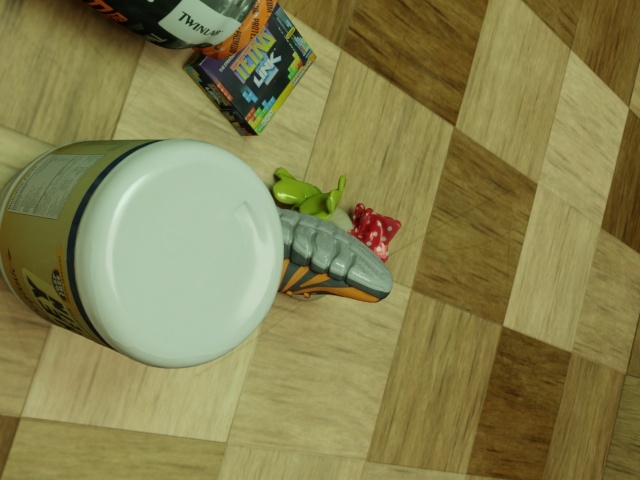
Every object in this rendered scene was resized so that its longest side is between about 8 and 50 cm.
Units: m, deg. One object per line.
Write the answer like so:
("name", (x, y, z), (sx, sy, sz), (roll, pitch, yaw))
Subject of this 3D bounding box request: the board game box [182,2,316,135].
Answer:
("board game box", (-0.099, -0.263, 1.066), (0.141, 0.048, 0.170), (48, 64, -36))

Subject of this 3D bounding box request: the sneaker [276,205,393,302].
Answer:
("sneaker", (-0.070, 0.050, 1.018), (0.124, 0.321, 0.180), (-63, 176, -69))

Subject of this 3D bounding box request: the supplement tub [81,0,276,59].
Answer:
("supplement tub", (-0.216, -0.360, 0.835), (0.338, 0.207, 0.207), (25, 79, -43))

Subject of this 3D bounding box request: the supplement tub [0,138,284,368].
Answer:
("supplement tub", (-0.218, 0.002, 0.808), (0.228, 0.316, 0.228), (-6, 99, -42))

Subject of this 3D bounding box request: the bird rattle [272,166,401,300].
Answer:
("bird rattle", (0.000, 0.000, 1.172), (0.207, 0.143, 0.253), (-56, 141, -8))
